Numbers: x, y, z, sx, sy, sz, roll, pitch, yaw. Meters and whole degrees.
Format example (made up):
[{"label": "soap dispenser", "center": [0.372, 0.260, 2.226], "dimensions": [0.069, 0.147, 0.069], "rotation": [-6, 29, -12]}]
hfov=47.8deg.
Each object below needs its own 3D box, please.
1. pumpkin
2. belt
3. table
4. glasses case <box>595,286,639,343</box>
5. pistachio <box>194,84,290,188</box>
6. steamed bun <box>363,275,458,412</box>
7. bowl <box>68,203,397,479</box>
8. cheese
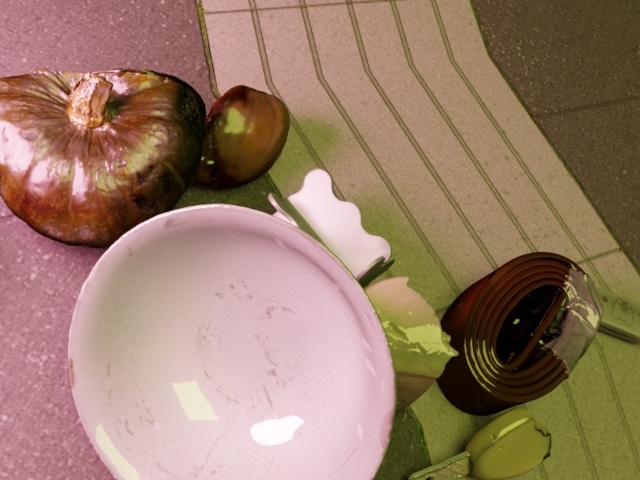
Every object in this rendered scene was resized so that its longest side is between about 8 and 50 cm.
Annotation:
[{"label": "pumpkin", "center": [-0.313, -0.113, 1.010], "dimensions": [0.324, 0.242, 0.232], "rotation": [-7, 64, -11]}, {"label": "belt", "center": [0.346, 0.156, 1.260], "dimensions": [0.338, 0.122, 0.217], "rotation": [-38, 84, -32]}, {"label": "table", "center": [0.000, 0.000, 1.164], "dimensions": [0.166, 0.166, 0.198], "rotation": [-32, 75, -32]}, {"label": "glasses case", "center": [0.570, 0.143, 1.407], "dimensions": [0.193, 0.049, 0.074], "rotation": [21, 61, -13]}, {"label": "pistachio", "center": [-0.139, -0.170, 1.197], "dimensions": [0.210, 0.130, 0.165], "rotation": [-45, 128, -29]}, {"label": "steamed bun", "center": [0.107, 0.147, 1.094], "dimensions": [0.200, 0.225, 0.170], "rotation": [23, 60, -12]}, {"label": "bowl", "center": [-0.096, 0.158, 0.975], "dimensions": [0.435, 0.435, 0.196], "rotation": [51, 16, 4]}, {"label": "cheese", "center": [0.254, 0.346, 1.153], "dimensions": [0.255, 0.127, 0.050], "rotation": [-15, 31, -19]}]
